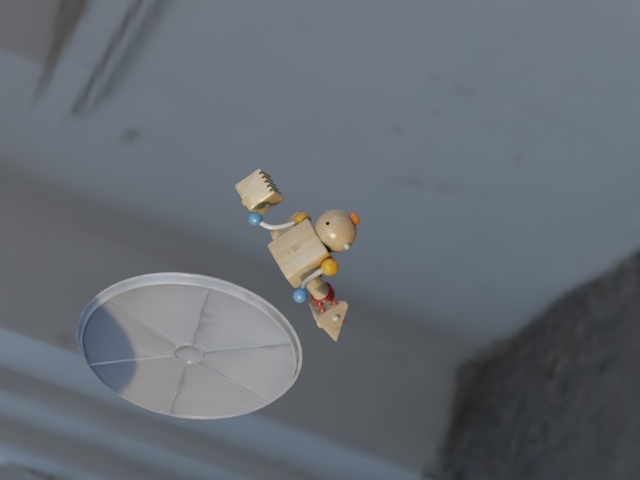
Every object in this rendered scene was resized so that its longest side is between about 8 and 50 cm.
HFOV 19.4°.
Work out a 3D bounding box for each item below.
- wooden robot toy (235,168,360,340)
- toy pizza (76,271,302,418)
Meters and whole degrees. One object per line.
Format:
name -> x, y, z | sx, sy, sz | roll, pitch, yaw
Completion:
wooden robot toy -> 0.000, 0.000, 1.582 | 0.079, 0.076, 0.173 | -37, 54, 8
toy pizza -> -0.115, 0.089, 1.659 | 0.201, 0.201, 0.032 | 123, 161, -45
